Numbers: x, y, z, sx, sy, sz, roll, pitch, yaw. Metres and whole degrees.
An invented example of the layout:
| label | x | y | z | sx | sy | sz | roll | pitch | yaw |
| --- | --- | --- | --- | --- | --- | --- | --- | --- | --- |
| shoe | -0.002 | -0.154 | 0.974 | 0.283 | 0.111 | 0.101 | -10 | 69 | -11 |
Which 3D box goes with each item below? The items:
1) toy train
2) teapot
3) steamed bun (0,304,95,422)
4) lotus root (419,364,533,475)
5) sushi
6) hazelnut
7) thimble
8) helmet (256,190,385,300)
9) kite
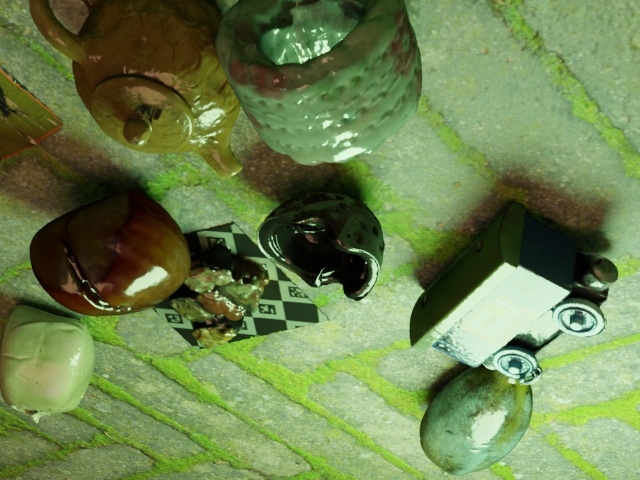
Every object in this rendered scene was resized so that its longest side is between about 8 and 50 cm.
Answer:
| label | x | y | z | sx | sy | sz | roll | pitch | yaw |
| --- | --- | --- | --- | --- | --- | --- | --- | --- | --- |
| toy train | 0.271 | 0.084 | 1.368 | 0.202 | 0.131 | 0.300 | 26 | 141 | -8 |
| teapot | -0.200 | -0.180 | 1.098 | 0.203 | 0.167 | 0.311 | -23 | 131 | 38 |
| steamed bun | -0.499 | 0.232 | 1.734 | 0.170 | 0.152 | 0.239 | 13 | 146 | -5 |
| lotus root | 0.275 | 0.293 | 1.627 | 0.158 | 0.140 | 0.322 | 17 | 141 | -8 |
| sushi | -0.180 | 0.104 | 1.561 | 0.292 | 0.059 | 0.294 | -13 | 138 | 30 |
| hazelnut | -0.296 | 0.030 | 1.392 | 0.212 | 0.181 | 0.181 | -18 | 103 | 19 |
| thimble | 0.008 | -0.194 | 1.026 | 0.211 | 0.185 | 0.149 | -30 | 139 | -3 |
| helmet | 0.013 | -0.010 | 1.325 | 0.177 | 0.107 | 0.153 | 19 | 151 | 23 |
| kite | -0.532 | -0.183 | 1.311 | 0.377 | 0.013 | 0.327 | 11 | 144 | -1 |
